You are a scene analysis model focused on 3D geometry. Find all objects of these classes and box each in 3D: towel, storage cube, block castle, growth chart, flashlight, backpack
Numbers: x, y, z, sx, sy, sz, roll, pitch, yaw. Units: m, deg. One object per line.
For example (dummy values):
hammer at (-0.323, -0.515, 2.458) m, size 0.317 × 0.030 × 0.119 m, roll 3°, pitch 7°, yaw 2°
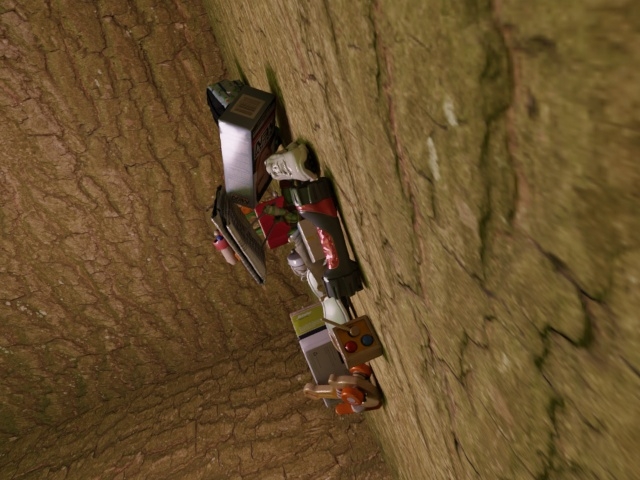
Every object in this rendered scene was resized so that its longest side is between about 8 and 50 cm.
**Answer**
towel at (-0.288, -0.035, 1.659) m, size 0.324 × 0.056 × 0.312 m, roll 58°, pitch -172°, yaw -28°
storage cube at (-0.181, -0.086, 2.084) m, size 0.215 × 0.193 × 0.183 m, roll 106°, pitch 142°, yaw -78°
block castle at (-0.360, -0.085, 2.458) m, size 0.212 × 0.454 × 0.303 m, roll 63°, pitch 177°, yaw -19°
growth chart at (-0.006, 0.052, 1.401) m, size 0.172 × 0.021 × 0.237 m, roll -34°, pitch -84°, yaw -51°
flashlight at (0.011, -0.001, 1.122) m, size 0.103 × 0.103 × 0.303 m, roll 0°, pitch 111°, yaw 46°
backpack at (-0.430, -0.642, 2.226) m, size 0.356 × 0.273 × 0.290 m, roll 38°, pitch 159°, yaw 33°

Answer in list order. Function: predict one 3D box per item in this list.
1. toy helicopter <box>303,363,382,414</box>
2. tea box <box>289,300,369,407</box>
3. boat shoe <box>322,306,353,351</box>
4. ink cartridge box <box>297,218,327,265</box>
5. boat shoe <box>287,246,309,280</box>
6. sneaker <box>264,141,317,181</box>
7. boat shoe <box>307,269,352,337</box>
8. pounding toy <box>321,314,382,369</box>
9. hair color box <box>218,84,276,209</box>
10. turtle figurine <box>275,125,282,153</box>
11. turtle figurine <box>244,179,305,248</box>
toy helicopter at (0.086, 0.610, 1.790) m, size 0.235 × 0.355 × 0.140 m, roll 52°, pitch -136°, yaw -28°
tea box at (0.039, 0.491, 2.020) m, size 0.323 × 0.220 × 0.328 m, roll -124°, pitch 14°, yaw -66°
boat shoe at (0.067, 0.293, 1.716) m, size 0.092 × 0.103 × 0.285 m, roll 71°, pitch 179°, yaw -66°
ink cartridge box at (0.000, 0.000, 1.319) m, size 0.092 × 0.090 × 0.143 m, roll 138°, pitch 110°, yaw -83°
boat shoe at (-0.079, 0.118, 2.164) m, size 0.367 × 0.136 × 0.156 m, roll -138°, pitch 27°, yaw -82°
sneaker at (-0.087, -0.208, 1.259) m, size 0.292 × 0.119 × 0.109 m, roll -137°, pitch 28°, yaw -72°
boat shoe at (0.057, 0.219, 1.587) m, size 0.115 × 0.091 × 0.302 m, roll -19°, pitch 92°, yaw 40°
pounding toy at (0.090, 0.280, 1.309) m, size 0.100 × 0.130 × 0.141 m, roll 78°, pitch 169°, yaw -54°
hair color box at (-0.236, -0.297, 1.502) m, size 0.374 × 0.114 × 0.185 m, roll 101°, pitch -168°, yaw -55°
turtle figurine at (-0.206, -0.374, 1.697) m, size 0.175 × 0.118 × 0.234 m, roll 52°, pitch 154°, yaw 14°
turtle figurine at (-0.166, -0.127, 1.638) m, size 0.198 × 0.275 × 0.265 m, roll 19°, pitch -114°, yaw -54°
